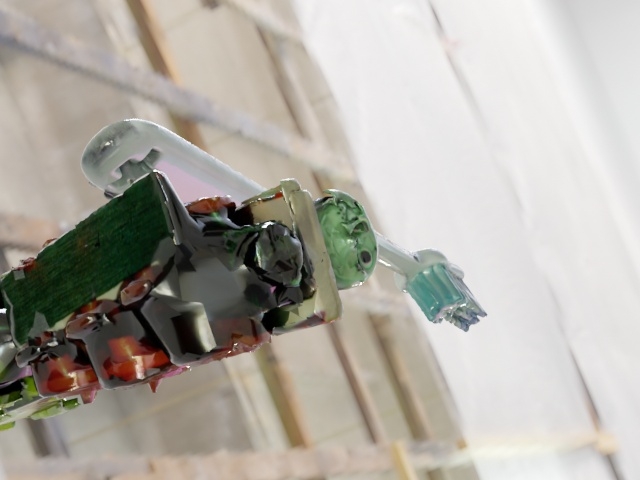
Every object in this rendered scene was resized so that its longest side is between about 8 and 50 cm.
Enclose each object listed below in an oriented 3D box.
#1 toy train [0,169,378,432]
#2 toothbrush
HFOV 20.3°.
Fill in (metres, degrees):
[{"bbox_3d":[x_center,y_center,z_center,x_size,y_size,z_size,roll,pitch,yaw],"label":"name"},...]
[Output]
[{"bbox_3d":[-0.078,0.027,0.532,0.085,0.250,0.053,-12,-96,-41],"label":"toy train"},{"bbox_3d":[-0.003,-0.004,0.851,0.040,0.042,0.418,56,-167,23],"label":"toothbrush"}]
